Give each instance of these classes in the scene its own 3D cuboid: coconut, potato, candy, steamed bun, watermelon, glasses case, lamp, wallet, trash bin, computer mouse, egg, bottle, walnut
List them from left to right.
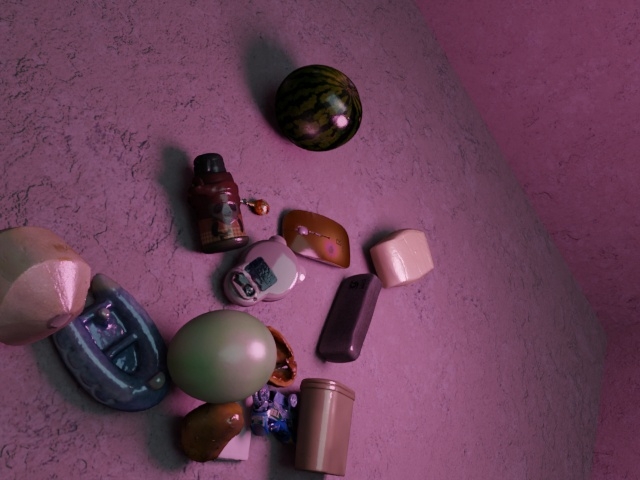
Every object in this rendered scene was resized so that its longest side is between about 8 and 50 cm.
[{"bbox_3d":[-0.570,0.094,1.191,0.241,0.241,0.241,20,62,-42],"label":"coconut"},{"bbox_3d":[-0.264,0.451,1.459,0.137,0.176,0.137,45,4,-4],"label":"potato"},{"bbox_3d":[-0.291,-0.103,1.649,0.156,0.143,0.271,-2,79,-74],"label":"bottle"},{"bbox_3d":[-0.230,0.272,1.425,0.270,0.221,0.220,10,69,-41],"label":"egg"},{"bbox_3d":[-0.228,0.480,1.585,0.124,0.032,0.182,29,54,-46],"label":"wallet"},{"bbox_3d":[-0.229,-0.116,1.804,0.185,0.049,0.055,17,34,-36],"label":"candy"},{"bbox_3d":[-0.169,0.100,1.728,0.246,0.108,0.179,-33,84,-31],"label":"lamp"},{"bbox_3d":[-0.154,0.325,1.673,0.211,0.087,0.167,44,33,-45],"label":"walnut"},{"bbox_3d":[-0.006,-0.433,1.977,0.285,0.285,0.284,20,62,-42],"label":"watermelon"},{"bbox_3d":[0.000,0.000,1.984,0.311,0.072,0.158,20,60,-41],"label":"computer mouse"},{"bbox_3d":[0.012,0.537,1.729,0.243,0.121,0.247,47,45,-60],"label":"trash bin"},{"bbox_3d":[0.099,0.247,1.954,0.074,0.131,0.323,54,43,-33],"label":"glasses case"},{"bbox_3d":[0.289,0.066,2.213,0.250,0.155,0.199,-18,86,-43],"label":"steamed bun"}]

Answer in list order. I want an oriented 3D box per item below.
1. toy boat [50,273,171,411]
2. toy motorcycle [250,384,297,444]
[{"bbox_3d":[-0.453,0.237,1.359,0.215,0.123,0.329,-37,103,-49],"label":"toy boat"},{"bbox_3d":[-0.125,0.480,1.641,0.254,0.092,0.135,52,40,-48],"label":"toy motorcycle"}]
